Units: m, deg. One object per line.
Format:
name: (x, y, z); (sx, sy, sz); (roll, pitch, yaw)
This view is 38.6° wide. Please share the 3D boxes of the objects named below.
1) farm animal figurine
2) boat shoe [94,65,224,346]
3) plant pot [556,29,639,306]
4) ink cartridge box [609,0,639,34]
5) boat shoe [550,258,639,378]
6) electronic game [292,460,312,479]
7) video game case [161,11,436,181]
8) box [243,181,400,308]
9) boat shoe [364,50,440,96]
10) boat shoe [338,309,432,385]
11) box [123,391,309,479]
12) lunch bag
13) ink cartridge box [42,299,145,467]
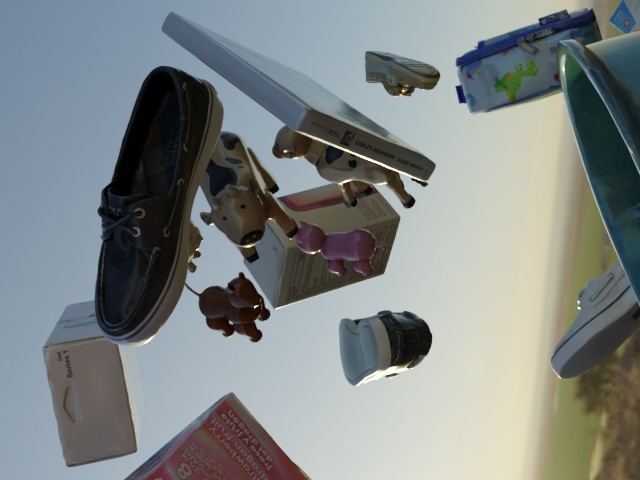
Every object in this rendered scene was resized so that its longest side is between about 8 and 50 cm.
farm animal figurine: (-0.077, -0.055, 1.194); (0.330, 0.327, 0.172); (-44, -44, -7)
boat shoe: (-0.140, -0.031, 0.727); (0.076, 0.080, 0.229); (31, -103, -62)
plant pot: (0.408, -0.062, 0.725); (0.341, 0.334, 0.341); (-21, -90, -80)
ink cartridge box: (0.510, -0.299, 1.282); (0.060, 0.180, 0.104); (-44, -11, -21)
boat shoe: (0.422, 0.092, 1.333); (0.258, 0.084, 0.095); (-43, -40, -2)
electronic game: (0.004, 0.495, 1.686); (0.048, 0.229, 0.229); (-41, -21, -4)
video game case: (-0.017, -0.118, 0.752); (0.173, 0.190, 0.022); (14, -69, -50)
box: (0.000, 0.000, 1.584); (0.127, 0.232, 0.149); (53, 145, 35)
boat shoe: (0.097, -0.195, 1.097); (0.135, 0.050, 0.045); (39, 126, 56)
boat shoe: (0.094, 0.168, 1.430); (0.302, 0.091, 0.114); (159, 103, -78)
box: (-0.042, 0.289, 0.693); (0.154, 0.300, 0.142); (-41, -1, 17)
lunch bag: (0.255, -0.214, 1.112); (0.219, 0.176, 0.090); (-32, -76, -70)
ink cartridge box: (-0.371, 0.225, 1.529); (0.278, 0.117, 0.201); (-132, 33, -78)
